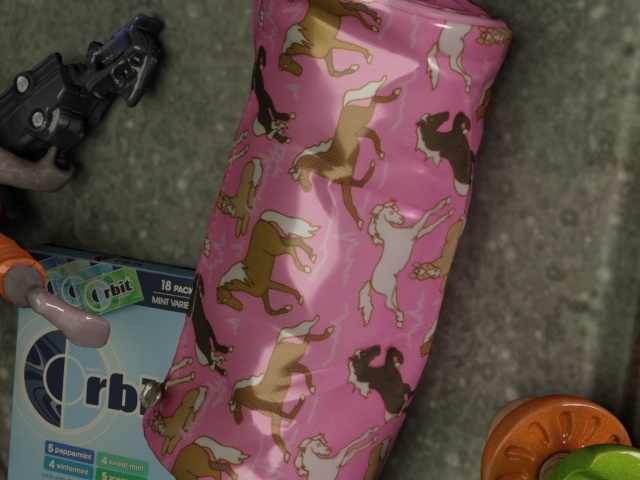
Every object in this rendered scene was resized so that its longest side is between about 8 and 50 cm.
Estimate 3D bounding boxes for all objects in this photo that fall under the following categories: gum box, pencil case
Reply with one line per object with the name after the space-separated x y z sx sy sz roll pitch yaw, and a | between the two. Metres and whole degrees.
-0.152 0.105 1.394 0.157 0.041 0.184 10 99 24 | gum box
0.000 0.000 1.249 0.160 0.167 0.386 35 113 52 | pencil case

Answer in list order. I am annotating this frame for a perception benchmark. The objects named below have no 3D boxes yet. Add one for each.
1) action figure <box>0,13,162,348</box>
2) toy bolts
-0.262 -0.041 1.338 0.341 0.178 0.330 -42 51 19 | action figure
0.172 0.228 1.234 0.218 0.158 0.228 26 99 -21 | toy bolts
